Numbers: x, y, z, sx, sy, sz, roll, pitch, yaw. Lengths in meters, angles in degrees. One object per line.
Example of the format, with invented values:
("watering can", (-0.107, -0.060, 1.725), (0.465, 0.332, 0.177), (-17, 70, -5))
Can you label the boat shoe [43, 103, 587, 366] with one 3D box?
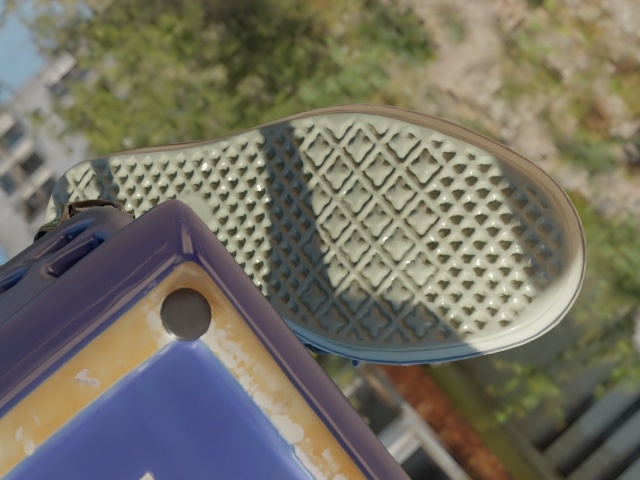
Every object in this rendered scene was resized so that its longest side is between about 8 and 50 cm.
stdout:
("boat shoe", (0.000, 0.000, 1.401), (0.500, 0.187, 0.156), (0, 173, 42))

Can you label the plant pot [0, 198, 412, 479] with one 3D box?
("plant pot", (-0.087, 0.131, 0.728), (0.236, 0.236, 0.212), (52, 160, -7))

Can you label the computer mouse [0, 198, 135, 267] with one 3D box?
("computer mouse", (-0.215, 0.076, 0.974), (0.072, 0.272, 0.188), (42, -169, -4))
